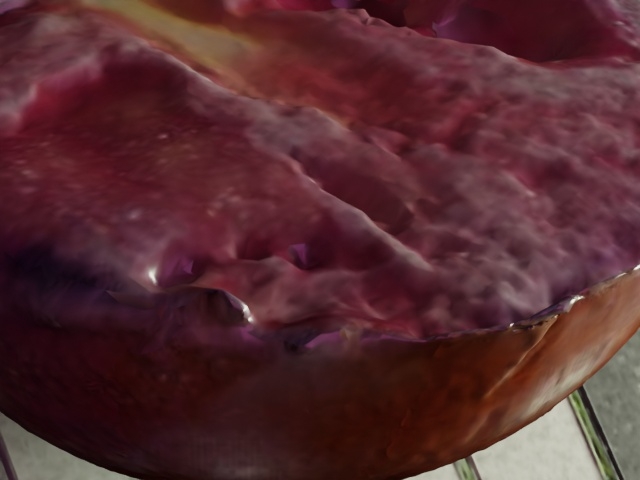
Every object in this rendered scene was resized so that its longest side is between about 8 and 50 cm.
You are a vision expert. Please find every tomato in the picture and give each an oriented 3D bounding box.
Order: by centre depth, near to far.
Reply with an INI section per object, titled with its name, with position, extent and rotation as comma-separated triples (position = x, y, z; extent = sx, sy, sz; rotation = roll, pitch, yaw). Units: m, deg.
[tomato]
position = -0.003, 0.005, 0.744
extent = 0.289, 0.176, 0.335
rotation = 29, 44, 31
